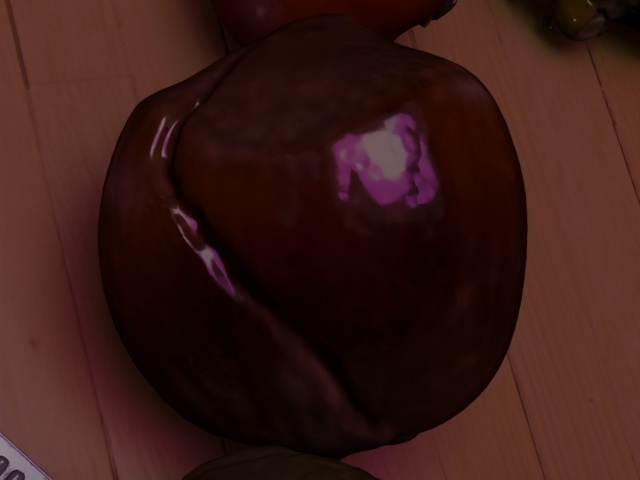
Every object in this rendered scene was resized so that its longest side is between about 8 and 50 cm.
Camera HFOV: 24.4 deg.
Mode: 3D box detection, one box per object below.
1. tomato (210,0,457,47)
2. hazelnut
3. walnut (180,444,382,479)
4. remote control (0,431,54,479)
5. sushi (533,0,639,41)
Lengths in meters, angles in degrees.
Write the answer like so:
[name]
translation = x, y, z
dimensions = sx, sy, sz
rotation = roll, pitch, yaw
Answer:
[tomato]
translation = 0.016, -0.270, 1.352
dimensions = 0.224, 0.256, 0.256
rotation = 43, 61, -19
[hazelnut]
translation = 0.000, 0.000, 1.213
dimensions = 0.372, 0.372, 0.315
rotation = 57, 20, 5
[walnut]
translation = -0.010, 0.307, 1.122
dimensions = 0.277, 0.282, 0.253
rotation = 7, 25, 7
[remote control]
translation = -0.276, 0.207, 1.188
dimensions = 0.250, 0.034, 0.103
rotation = 43, 62, -1
[sushi]
translation = 0.323, -0.384, 1.470
dimensions = 0.285, 0.328, 0.328
rotation = 4, 75, -25
